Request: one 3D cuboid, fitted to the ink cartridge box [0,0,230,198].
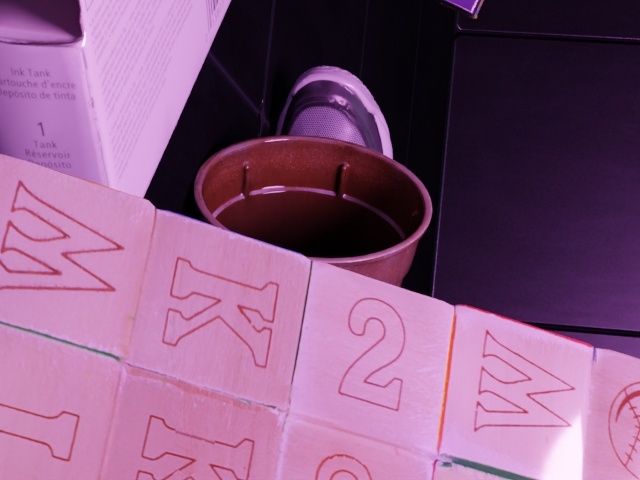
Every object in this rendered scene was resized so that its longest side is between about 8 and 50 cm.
[{"bbox_3d":[-0.102,-0.169,0.833,0.275,0.060,0.239,-73,163,-49],"label":"ink cartridge box"}]

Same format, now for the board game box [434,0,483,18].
[{"bbox_3d":[0.089,-0.294,1.458,0.141,0.170,0.048,-65,173,3],"label":"board game box"}]

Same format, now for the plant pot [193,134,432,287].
[{"bbox_3d":[-0.013,0.036,1.190,0.167,0.167,0.165,-70,169,-57],"label":"plant pot"}]

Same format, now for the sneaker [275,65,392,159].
[{"bbox_3d":[0.000,0.000,1.375,0.153,0.101,0.269,-72,166,-64],"label":"sneaker"}]

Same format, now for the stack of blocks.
[{"bbox_3d":[-0.062,0.063,0.465,0.171,0.297,0.087,-40,-144,57],"label":"stack of blocks"}]
